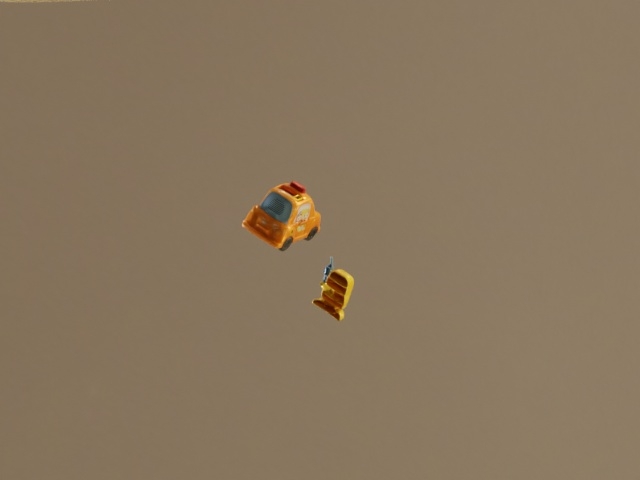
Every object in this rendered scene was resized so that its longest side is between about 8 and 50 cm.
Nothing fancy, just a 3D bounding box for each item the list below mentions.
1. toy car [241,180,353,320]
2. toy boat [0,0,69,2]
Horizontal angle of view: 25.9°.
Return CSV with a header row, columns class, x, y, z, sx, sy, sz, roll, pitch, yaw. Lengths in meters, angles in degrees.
class,x,y,z,sx,sy,sz,roll,pitch,yaw
toy car,0.000,0.000,0.917,0.122,0.060,0.040,42,-57,38
toy boat,-0.157,-0.245,0.965,0.267,0.318,0.148,-8,-76,-24
